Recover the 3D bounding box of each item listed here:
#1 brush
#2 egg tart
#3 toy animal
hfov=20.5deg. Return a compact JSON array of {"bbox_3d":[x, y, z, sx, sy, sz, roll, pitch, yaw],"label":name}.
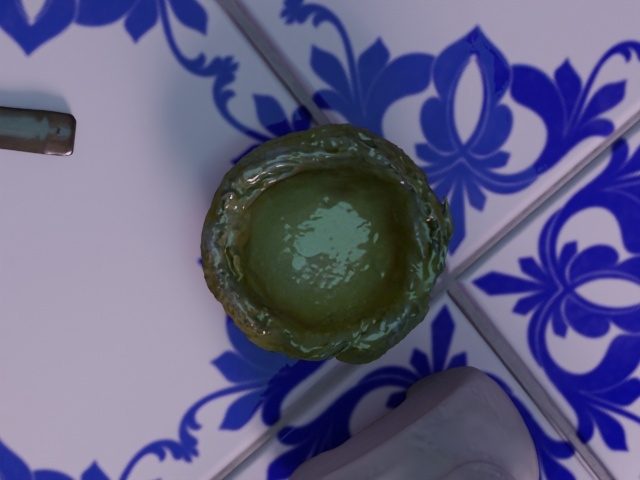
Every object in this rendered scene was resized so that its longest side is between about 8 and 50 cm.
[{"bbox_3d":[-0.276,-0.089,1.318,0.190,0.027,0.034,7,97,-15],"label":"brush"},{"bbox_3d":[0.000,0.000,1.372,0.197,0.078,0.197,-1,95,-13],"label":"egg tart"},{"bbox_3d":[0.139,0.284,1.357,0.196,0.241,0.367,-31,104,-9],"label":"toy animal"}]
